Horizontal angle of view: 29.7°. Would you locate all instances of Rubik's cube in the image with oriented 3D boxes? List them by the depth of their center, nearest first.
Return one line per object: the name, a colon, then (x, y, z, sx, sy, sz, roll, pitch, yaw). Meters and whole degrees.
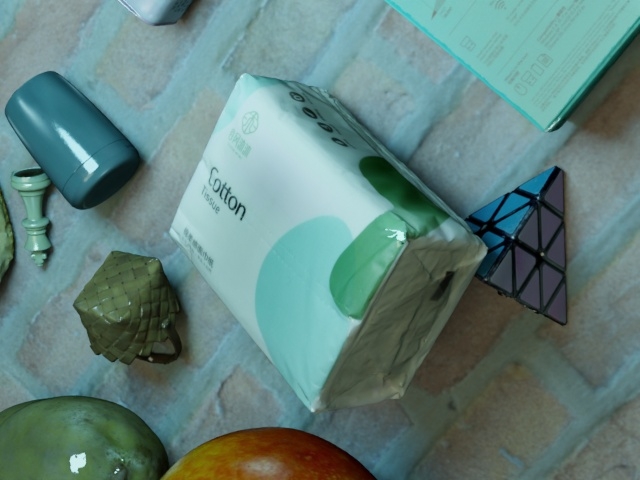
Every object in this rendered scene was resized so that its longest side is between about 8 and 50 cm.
Rubik's cube: (0.275, -0.002, 1.530, 0.190, 0.211, 0.178, 31, 93, -23)

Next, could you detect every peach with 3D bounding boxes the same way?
peach: (-0.049, 0.434, 1.602, 0.388, 0.388, 0.388, 5, 105, 20)

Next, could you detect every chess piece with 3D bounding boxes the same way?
chess piece: (-0.423, -0.031, 1.784, 0.059, 0.059, 0.149, 7, 110, 19)

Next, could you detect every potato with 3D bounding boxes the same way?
potato: (-0.361, 0.336, 1.742, 0.326, 0.243, 0.221, -6, 97, 35)

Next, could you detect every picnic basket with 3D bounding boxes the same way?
picnic basket: (-0.265, 0.119, 1.723, 0.128, 0.138, 0.178, 14, 141, 23)

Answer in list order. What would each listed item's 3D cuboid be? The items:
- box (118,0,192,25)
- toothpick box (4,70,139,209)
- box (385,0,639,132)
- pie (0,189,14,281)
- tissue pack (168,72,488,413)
box: (-0.164, -0.473, 1.540, 0.190, 0.112, 0.369, 41, 114, 6)
toothpick box: (-0.352, -0.145, 1.691, 0.184, 0.120, 0.120, 48, 115, 7)
box: (0.223, -0.303, 1.429, 0.311, 0.118, 0.205, 40, 111, 7)
pie: (-0.610, -0.023, 1.839, 0.315, 0.092, 0.315, 6, 107, 20)
tissue pack: (-0.001, 0.000, 1.484, 0.356, 0.194, 0.266, 46, 120, 35)
